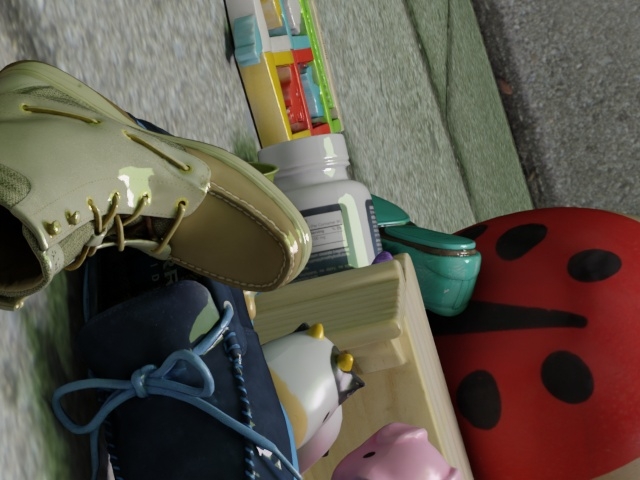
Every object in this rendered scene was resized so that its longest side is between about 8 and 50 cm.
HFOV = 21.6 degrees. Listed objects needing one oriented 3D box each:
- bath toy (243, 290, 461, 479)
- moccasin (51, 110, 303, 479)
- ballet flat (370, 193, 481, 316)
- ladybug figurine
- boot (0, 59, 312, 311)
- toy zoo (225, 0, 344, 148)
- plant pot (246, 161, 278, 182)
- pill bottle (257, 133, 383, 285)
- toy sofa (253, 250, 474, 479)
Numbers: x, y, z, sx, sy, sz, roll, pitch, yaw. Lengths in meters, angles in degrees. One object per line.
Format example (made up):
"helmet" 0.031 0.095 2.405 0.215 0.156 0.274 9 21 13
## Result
"bath toy" 0.034 0.163 1.145 0.348 0.129 0.151 47 2 12
"moccasin" -0.109 0.069 1.044 0.117 0.137 0.342 50 16 -53
"ballet flat" 0.064 0.015 1.585 0.247 0.083 0.087 29 -65 58
"ladybug figurine" 0.189 0.098 1.575 0.162 0.449 0.305 28 68 -34
"boot" -0.117 -0.009 0.923 0.077 0.213 0.165 -60 -179 28
"toy zoo" -0.040 -0.188 1.672 0.293 0.030 0.192 -34 111 -75
"plant pot" -0.073 -0.017 1.325 0.083 0.083 0.079 -45 134 -74
"pill bottle" 0.000 0.000 1.510 0.108 0.108 0.180 2 76 -76
"toy sofa" 0.044 0.201 1.427 0.177 0.150 0.362 -79 154 -68
